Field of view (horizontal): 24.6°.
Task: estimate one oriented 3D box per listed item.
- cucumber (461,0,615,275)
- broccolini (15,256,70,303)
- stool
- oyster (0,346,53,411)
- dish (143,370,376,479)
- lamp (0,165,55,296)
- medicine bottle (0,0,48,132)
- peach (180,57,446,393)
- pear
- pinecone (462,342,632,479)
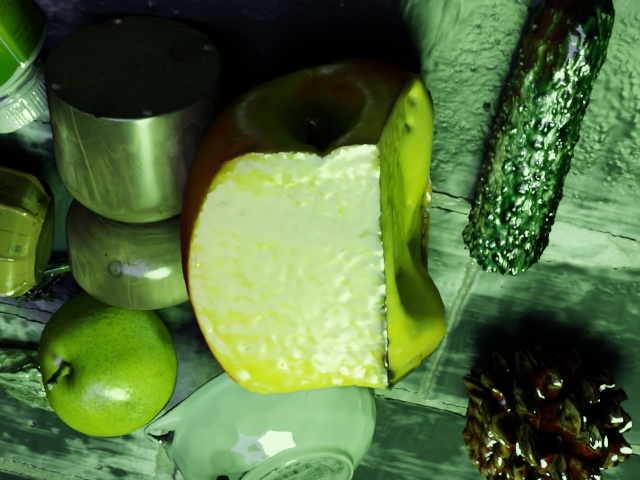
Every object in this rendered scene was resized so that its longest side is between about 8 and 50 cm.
[{"bbox_3d":[0.226,-0.117,1.495,0.096,0.096,0.359,11,134,0],"label":"cucumber"},{"bbox_3d":[-0.277,0.032,1.755,0.254,0.057,0.071,-10,167,23],"label":"broccolini"},{"bbox_3d":[-0.189,-0.081,1.546,0.179,0.179,0.264,6,133,4],"label":"stool"},{"bbox_3d":[-0.364,0.182,1.910,0.177,0.064,0.125,31,146,-32],"label":"oyster"},{"bbox_3d":[-0.050,0.259,1.803,0.303,0.120,0.303,-16,143,-12],"label":"dish"},{"bbox_3d":[-0.400,-0.017,1.663,0.185,0.161,0.161,9,134,-2],"label":"lamp"},{"bbox_3d":[-0.357,-0.208,1.519,0.132,0.088,0.188,-17,127,24],"label":"medicine bottle"},{"bbox_3d":[0.000,0.000,1.504,0.242,0.306,0.380,-1,123,16],"label":"peach"},{"bbox_3d":[-0.270,0.147,1.753,0.166,0.180,0.216,-15,172,30],"label":"pear"},{"bbox_3d":[0.267,0.218,1.735,0.221,0.221,0.221,5,133,6],"label":"pinecone"}]
